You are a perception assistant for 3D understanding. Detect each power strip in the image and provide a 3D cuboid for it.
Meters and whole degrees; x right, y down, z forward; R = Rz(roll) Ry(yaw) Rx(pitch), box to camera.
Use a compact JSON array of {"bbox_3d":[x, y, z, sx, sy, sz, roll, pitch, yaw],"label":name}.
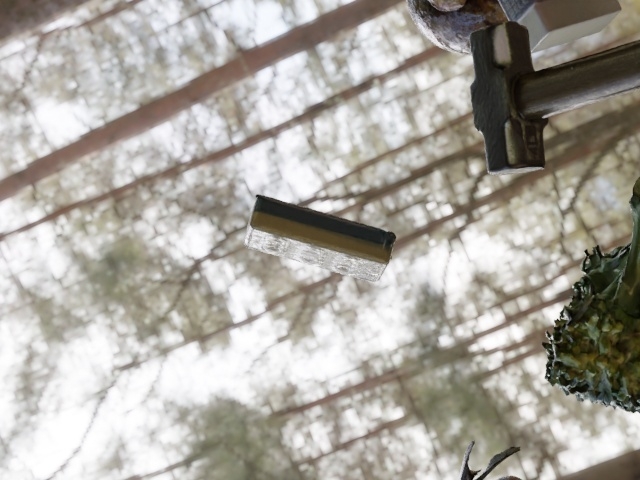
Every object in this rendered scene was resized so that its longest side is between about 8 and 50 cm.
[{"bbox_3d":[0.000,0.000,1.044,0.056,0.123,0.032,116,169,-70],"label":"power strip"}]

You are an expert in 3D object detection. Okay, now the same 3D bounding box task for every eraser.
[{"bbox_3d":[0.180,-0.276,1.125,0.212,0.092,0.046,64,154,11],"label":"eraser"}]

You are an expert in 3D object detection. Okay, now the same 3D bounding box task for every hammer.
[{"bbox_3d":[0.235,-0.126,0.827,0.043,0.365,0.111,-4,-95,-37],"label":"hammer"}]

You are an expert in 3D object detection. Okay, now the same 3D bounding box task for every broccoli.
[{"bbox_3d":[0.254,0.034,0.967,0.194,0.220,0.194,39,144,35],"label":"broccoli"}]

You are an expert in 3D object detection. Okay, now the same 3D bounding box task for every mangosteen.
[{"bbox_3d":[0.180,-0.323,1.490,0.217,0.192,0.192,47,-157,-46],"label":"mangosteen"}]

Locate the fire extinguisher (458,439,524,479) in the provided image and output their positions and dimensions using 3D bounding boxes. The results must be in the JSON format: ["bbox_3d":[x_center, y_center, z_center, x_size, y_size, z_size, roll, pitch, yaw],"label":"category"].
[{"bbox_3d":[0.220,0.271,1.227,0.231,0.099,0.071,34,-161,-14],"label":"fire extinguisher"}]
